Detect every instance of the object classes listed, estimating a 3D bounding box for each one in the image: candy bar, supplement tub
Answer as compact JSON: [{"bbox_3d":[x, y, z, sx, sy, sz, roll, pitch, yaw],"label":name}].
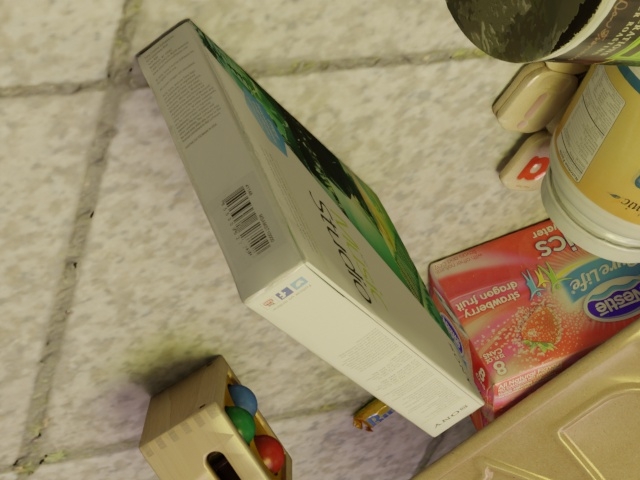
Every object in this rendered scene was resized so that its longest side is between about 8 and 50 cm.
[{"bbox_3d":[0.100,0.150,1.669,0.161,0.018,0.040,-38,145,15],"label":"candy bar"},{"bbox_3d":[0.275,-0.091,1.305,0.144,0.144,0.200,-7,142,-28],"label":"supplement tub"}]

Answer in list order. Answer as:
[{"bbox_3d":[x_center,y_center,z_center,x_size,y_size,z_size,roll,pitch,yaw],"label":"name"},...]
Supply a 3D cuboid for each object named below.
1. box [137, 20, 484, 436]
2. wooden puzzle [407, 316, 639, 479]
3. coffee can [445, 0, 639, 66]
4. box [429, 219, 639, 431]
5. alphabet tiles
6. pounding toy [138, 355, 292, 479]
[{"bbox_3d":[0.000,0.000,1.199,0.058,0.232,0.322,-33,147,11],"label":"box"},{"bbox_3d":[0.283,0.266,1.492,0.348,0.322,0.080,-39,-171,13],"label":"wooden puzzle"},{"bbox_3d":[0.245,-0.217,1.100,0.275,0.201,0.201,-2,139,-32],"label":"coffee can"},{"bbox_3d":[0.269,0.067,1.548,0.300,0.154,0.142,-19,146,-9],"label":"box"},{"bbox_3d":[0.289,-0.140,1.399,0.284,0.021,0.278,3,136,-38],"label":"alphabet tiles"},{"bbox_3d":[-0.074,0.204,1.494,0.094,0.206,0.181,-31,103,7],"label":"pounding toy"}]
